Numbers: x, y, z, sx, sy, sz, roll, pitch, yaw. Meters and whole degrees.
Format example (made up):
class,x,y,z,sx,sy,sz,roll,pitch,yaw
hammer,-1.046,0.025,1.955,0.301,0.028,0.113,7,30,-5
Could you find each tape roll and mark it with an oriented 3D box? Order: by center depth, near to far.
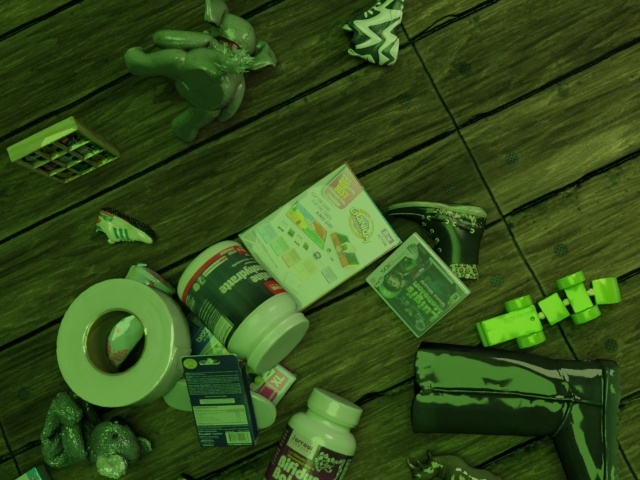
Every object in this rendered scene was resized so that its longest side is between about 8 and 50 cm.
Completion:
class,x,y,z,sx,sy,sz,roll,pitch,yaw
tape roll,-0.438,0.231,1.717,0.286,0.100,0.286,-3,77,12

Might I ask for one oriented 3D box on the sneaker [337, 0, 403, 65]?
class,x,y,z,sx,sy,sz,roll,pitch,yaw
sneaker,0.121,-0.551,1.883,0.153,0.094,0.234,6,94,-3

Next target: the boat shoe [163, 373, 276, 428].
class,x,y,z,sx,sy,sz,roll,pitch,yaw
boat shoe,-0.224,0.360,1.759,0.268,0.088,0.096,7,109,11

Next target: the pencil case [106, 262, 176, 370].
class,x,y,z,sx,sy,sz,roll,pitch,yaw
pencil case,-0.470,0.188,1.844,0.124,0.113,0.273,37,87,0

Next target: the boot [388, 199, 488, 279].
class,x,y,z,sx,sy,sz,roll,pitch,yaw
boot,0.272,-0.001,1.815,0.237,0.085,0.178,5,87,7

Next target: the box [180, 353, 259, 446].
class,x,y,z,sx,sy,sz,roll,pitch,yaw
box,-0.220,0.347,1.685,0.137,0.036,0.225,-5,108,14

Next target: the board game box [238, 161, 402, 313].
class,x,y,z,sx,sy,sz,roll,pitch,yaw
board game box,0.000,0.000,1.848,0.317,0.064,0.242,-34,82,1

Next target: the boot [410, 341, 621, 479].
class,x,y,z,sx,sy,sz,roll,pitch,yaw
boot,0.423,0.426,1.721,0.445,0.146,0.366,4,81,4

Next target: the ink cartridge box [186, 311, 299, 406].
class,x,y,z,sx,sy,sz,roll,pitch,yaw
ink cartridge box,-0.231,0.308,1.838,0.311,0.065,0.185,36,87,10

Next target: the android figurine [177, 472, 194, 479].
class,x,y,z,sx,sy,sz,roll,pitch,yaw
android figurine,-0.350,0.699,1.807,0.248,0.056,0.272,33,86,8

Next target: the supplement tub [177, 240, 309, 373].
class,x,y,z,sx,sy,sz,roll,pitch,yaw
supplement tub,-0.177,0.150,1.752,0.191,0.191,0.272,-46,72,-1

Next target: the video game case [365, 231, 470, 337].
class,x,y,z,sx,sy,sz,roll,pitch,yaw
video game case,0.227,0.106,1.803,0.190,0.022,0.173,48,114,8

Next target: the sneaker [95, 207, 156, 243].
class,x,y,z,sx,sy,sz,roll,pitch,yaw
sneaker,-0.486,-0.018,1.906,0.161,0.057,0.075,27,103,6

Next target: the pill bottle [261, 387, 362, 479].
class,x,y,z,sx,sy,sz,roll,pitch,yaw
pill bottle,-0.020,0.497,1.742,0.169,0.169,0.301,23,86,7

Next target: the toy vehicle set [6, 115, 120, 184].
class,x,y,z,sx,sy,sz,roll,pitch,yaw
toy vehicle set,-0.602,-0.209,1.824,0.166,0.267,0.035,-26,81,3

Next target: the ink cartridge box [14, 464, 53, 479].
class,x,y,z,sx,sy,sz,roll,pitch,yaw
ink cartridge box,-0.707,0.613,1.849,0.122,0.052,0.088,-33,81,0

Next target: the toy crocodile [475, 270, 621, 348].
class,x,y,z,sx,sy,sz,roll,pitch,yaw
toy crocodile,0.527,0.161,1.773,0.341,0.105,0.115,-24,82,7

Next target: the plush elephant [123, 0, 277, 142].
class,x,y,z,sx,sy,sz,roll,pitch,yaw
plush elephant,-0.257,-0.443,1.845,0.330,0.255,0.272,-17,126,35

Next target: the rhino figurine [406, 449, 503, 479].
class,x,y,z,sx,sy,sz,roll,pitch,yaw
rhino figurine,0.309,0.551,1.755,0.243,0.073,0.106,24,90,9

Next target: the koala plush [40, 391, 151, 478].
class,x,y,z,sx,sy,sz,roll,pitch,yaw
koala plush,-0.516,0.467,1.790,0.221,0.196,0.203,23,98,7
